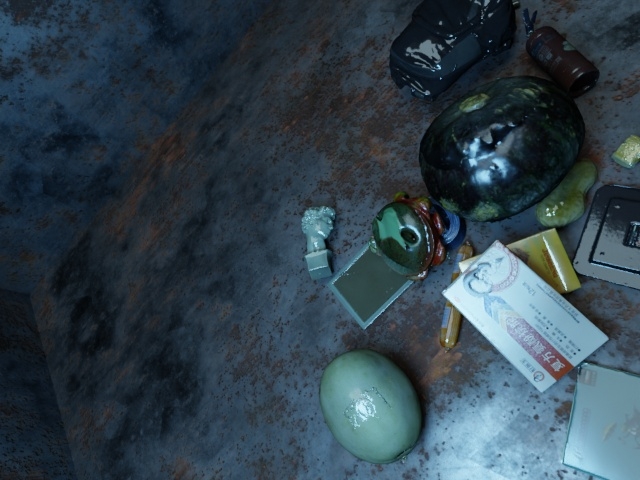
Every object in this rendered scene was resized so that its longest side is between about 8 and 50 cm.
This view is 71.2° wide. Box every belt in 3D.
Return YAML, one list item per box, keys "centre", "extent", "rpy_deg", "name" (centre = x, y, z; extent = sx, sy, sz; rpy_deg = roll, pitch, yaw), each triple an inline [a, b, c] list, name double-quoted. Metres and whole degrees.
- centre: [0.382, -0.060, 1.452]
  extent: [0.142, 0.082, 0.190]
  rpy_deg: [-33, 57, 21]
  name: "belt"

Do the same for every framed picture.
- centre: [0.187, 0.126, 1.535]
  extent: [0.296, 0.019, 0.232]
  rpy_deg: [-45, 54, 7]
  name: "framed picture"

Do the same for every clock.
- centre: [0.839, -0.006, 1.167]
  extent: [0.274, 0.049, 0.278]
  rpy_deg: [17, 80, 35]
  name: "clock"

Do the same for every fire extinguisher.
- centre: [0.744, -0.619, 1.432]
  extent: [0.102, 0.138, 0.343]
  rpy_deg: [-24, 59, 4]
  name: "fire extinguisher"

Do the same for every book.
- centre: [0.781, 0.453, 1.018]
  extent: [0.380, 0.031, 0.263]
  rpy_deg: [8, 74, 34]
  name: "book"

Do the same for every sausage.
- centre: [0.413, 0.167, 1.355]
  extent: [0.053, 0.053, 0.347]
  rpy_deg: [7, 73, 34]
  name: "sausage"

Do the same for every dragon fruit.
- centre: [0.269, -0.017, 1.413]
  extent: [0.268, 0.130, 0.295]
  rpy_deg: [-48, 55, 53]
  name: "dragon fruit"

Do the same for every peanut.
- centre: [0.706, -0.133, 1.273]
  extent: [0.120, 0.110, 0.236]
  rpy_deg: [32, 79, 41]
  name: "peanut"

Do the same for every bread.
- centre: [0.875, -0.248, 1.257]
  extent: [0.083, 0.035, 0.070]
  rpy_deg: [-49, 53, 13]
  name: "bread"

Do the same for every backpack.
- centre: [0.445, -0.706, 1.584]
  extent: [0.446, 0.255, 0.363]
  rpy_deg: [-42, 56, 2]
  name: "backpack"

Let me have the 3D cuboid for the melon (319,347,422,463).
- centre: [0.142, 0.468, 1.264]
  extent: [0.269, 0.268, 0.330]
  rpy_deg: [-39, 62, 12]
  name: "melon"

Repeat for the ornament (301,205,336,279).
- centre: [-0.013, 0.007, 1.647]
  extent: [0.130, 0.120, 0.284]
  rpy_deg: [0, 68, 10]
  name: "ornament"

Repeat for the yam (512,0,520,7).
- centre: [0.619, -0.836, 1.669]
  extent: [0.234, 0.029, 0.027]
  rpy_deg: [-15, 67, 27]
  name: "yam"

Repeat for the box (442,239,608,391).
- centre: [0.528, 0.193, 1.187]
  extent: [0.214, 0.069, 0.353]
  rpy_deg: [-48, 70, 15]
  name: "box"

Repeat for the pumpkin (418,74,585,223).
- centre: [0.503, -0.259, 1.285]
  extent: [0.455, 0.344, 0.454]
  rpy_deg: [-33, 24, 17]
  name: "pumpkin"

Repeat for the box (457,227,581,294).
- centre: [0.550, 0.094, 1.255]
  extent: [0.274, 0.076, 0.174]
  rpy_deg: [-23, 82, 21]
  name: "box"
